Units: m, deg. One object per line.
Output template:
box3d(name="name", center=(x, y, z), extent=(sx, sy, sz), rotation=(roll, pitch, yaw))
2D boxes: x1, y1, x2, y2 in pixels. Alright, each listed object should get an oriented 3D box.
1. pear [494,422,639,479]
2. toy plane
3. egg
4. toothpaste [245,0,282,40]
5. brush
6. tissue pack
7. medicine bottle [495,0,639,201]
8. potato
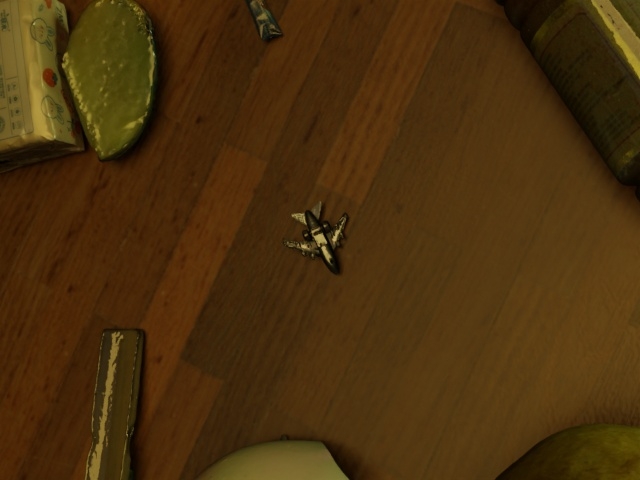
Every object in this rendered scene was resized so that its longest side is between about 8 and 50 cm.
box3d(name="pear", center=(0.262, 0.305, 0.898), extent=(0.304, 0.304, 0.304), rotation=(-2, 83, 17))
box3d(name="toy plane", center=(0.000, 0.000, 1.150), extent=(0.078, 0.031, 0.083), rotation=(-25, 74, -1))
box3d(name="egg", center=(-0.068, 0.335, 1.049), extent=(0.206, 0.162, 0.271), rotation=(-1, 79, 4))
box3d(name="toothpaste", center=(-0.072, -0.272, 1.211), extent=(0.027, 0.019, 0.083), rotation=(-22, 77, -11))
box3d(name="brush", center=(-0.237, 0.242, 1.187), extent=(0.054, 0.048, 0.282), rotation=(-1, 76, 14))
box3d(name="tissue pack", center=(-0.377, -0.192, 1.256), extent=(0.148, 0.092, 0.196), rotation=(-12, 81, 16))
box3d(name="medicine bottle", center=(0.294, -0.196, 1.021), extent=(0.151, 0.151, 0.322), rotation=(-33, 76, 11))
box3d(name="potato", center=(-0.243, -0.192, 1.237), extent=(0.119, 0.054, 0.198), rotation=(-9, 86, 12))
